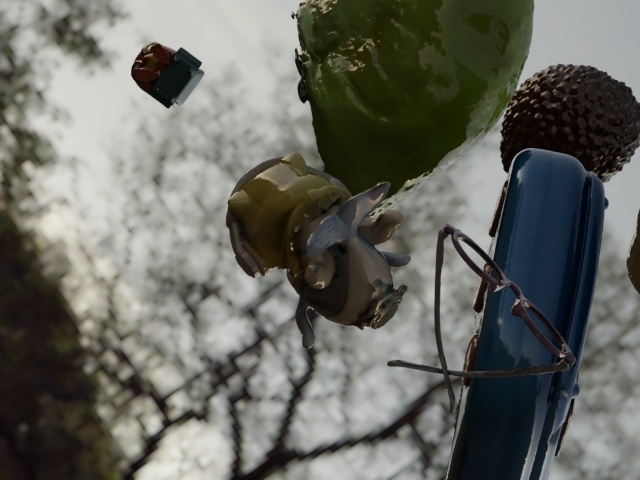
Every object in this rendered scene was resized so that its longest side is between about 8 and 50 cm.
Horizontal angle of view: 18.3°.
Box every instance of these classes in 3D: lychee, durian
[{"bbox_3d":[0.322,-0.137,2.622,0.188,0.188,0.188,52,-12,16],"label":"lychee"},{"bbox_3d":[0.091,-0.192,2.095,0.256,0.340,0.204,60,15,15],"label":"durian"}]

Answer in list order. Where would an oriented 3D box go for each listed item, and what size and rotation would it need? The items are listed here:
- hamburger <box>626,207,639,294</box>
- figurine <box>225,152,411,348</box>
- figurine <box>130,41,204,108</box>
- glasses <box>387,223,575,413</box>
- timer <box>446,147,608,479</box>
[{"bbox_3d":[0.535,0.020,2.508,0.295,0.227,0.151,13,-47,25],"label":"hamburger"},{"bbox_3d":[0.000,0.000,1.729,0.184,0.128,0.208,49,-20,7],"label":"figurine"},{"bbox_3d":[-0.178,-0.194,2.292,0.075,0.068,0.140,34,3,-9],"label":"figurine"},{"bbox_3d":[0.108,0.071,1.475,0.140,0.104,0.062,45,15,-1],"label":"glasses"},{"bbox_3d":[0.199,0.098,1.946,0.115,0.340,0.309,12,-34,3],"label":"timer"}]
